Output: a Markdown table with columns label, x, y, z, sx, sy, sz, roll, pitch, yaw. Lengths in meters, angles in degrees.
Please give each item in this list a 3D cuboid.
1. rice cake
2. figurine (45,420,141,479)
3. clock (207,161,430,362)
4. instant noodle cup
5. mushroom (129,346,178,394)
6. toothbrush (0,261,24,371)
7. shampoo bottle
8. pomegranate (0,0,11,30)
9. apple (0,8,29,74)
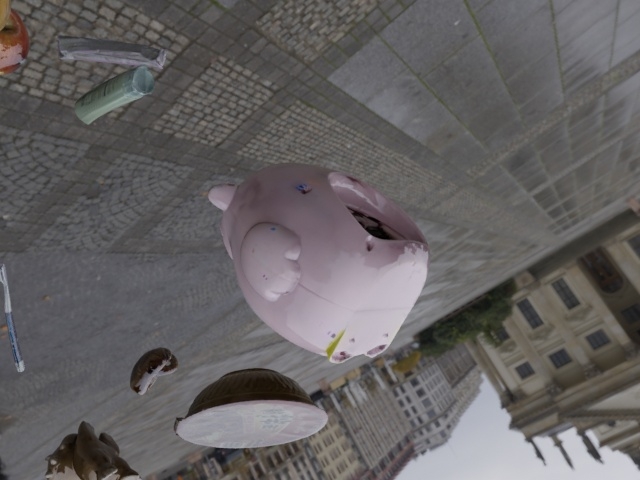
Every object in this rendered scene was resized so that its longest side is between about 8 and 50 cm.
| label | x | y | z | sx | sy | sz | roll | pitch | yaw |
| --- | --- | --- | --- | --- | --- | --- | --- | --- | --- |
| rice cake | -0.506 | -0.453 | 1.276 | 0.270 | 0.055 | 0.049 | 4 | 165 | -3 |
| figurine | -0.614 | 0.602 | 1.370 | 0.173 | 0.247 | 0.177 | -50 | 147 | -16 |
| clock | 0.000 | 0.000 | 0.949 | 0.368 | 0.377 | 0.250 | 6 | 120 | -52 |
| instant noodle cup | -0.124 | 0.298 | 0.960 | 0.274 | 0.090 | 0.274 | -5 | 144 | -4 |
| mushroom | -0.455 | 0.347 | 1.444 | 0.135 | 0.080 | 0.170 | -50 | 169 | 18 |
| toothbrush | -0.724 | 0.184 | 1.227 | 0.026 | 0.288 | 0.024 | 1 | -158 | -1 |
| shampoo bottle | -0.399 | -0.278 | 1.012 | 0.212 | 0.072 | 0.049 | -6 | 147 | 39 |
| pomegranate | -0.537 | -0.364 | 0.727 | 0.209 | 0.209 | 0.209 | -28 | 164 | -8 |
| apple | -0.856 | -0.517 | 1.361 | 0.199 | 0.199 | 0.199 | -28 | 164 | -8 |
